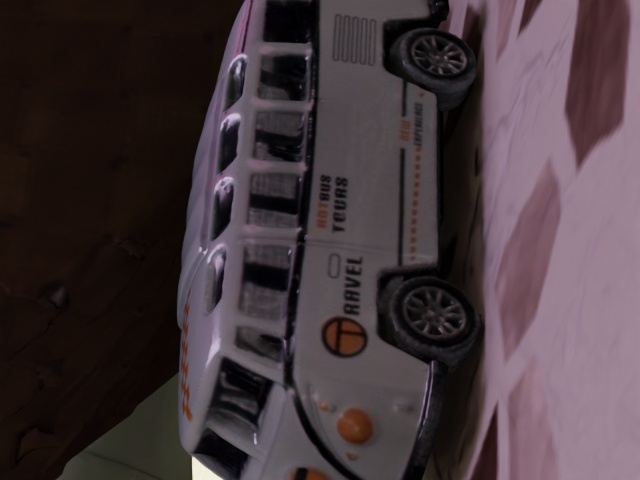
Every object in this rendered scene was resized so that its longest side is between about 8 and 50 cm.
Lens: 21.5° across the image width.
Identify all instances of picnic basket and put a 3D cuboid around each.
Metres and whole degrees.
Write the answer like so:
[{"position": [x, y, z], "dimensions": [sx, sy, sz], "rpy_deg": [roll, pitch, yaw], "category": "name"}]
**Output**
[{"position": [-0.154, -0.077, 0.745], "dimensions": [0.291, 0.321, 0.254], "rpy_deg": [-40, -20, -35], "category": "picnic basket"}]

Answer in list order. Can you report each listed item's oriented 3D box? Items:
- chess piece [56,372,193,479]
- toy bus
[{"position": [-0.106, 0.078, 0.933], "dimensions": [0.194, 0.194, 0.299], "rpy_deg": [126, 163, -72], "category": "chess piece"}, {"position": [0.000, 0.000, 0.554], "dimensions": [0.087, 0.089, 0.194], "rpy_deg": [110, 167, -49], "category": "toy bus"}]
